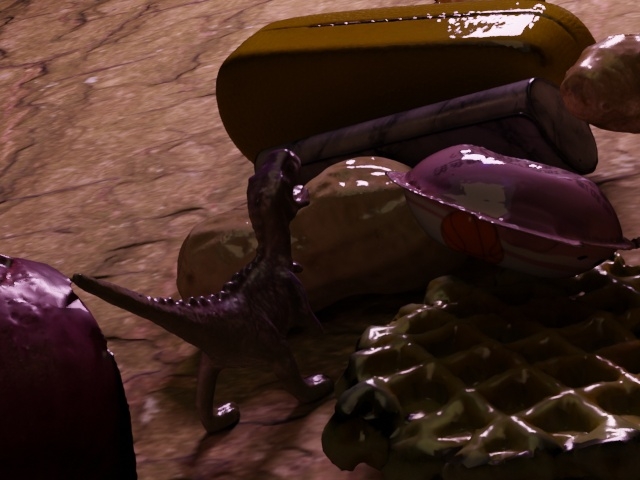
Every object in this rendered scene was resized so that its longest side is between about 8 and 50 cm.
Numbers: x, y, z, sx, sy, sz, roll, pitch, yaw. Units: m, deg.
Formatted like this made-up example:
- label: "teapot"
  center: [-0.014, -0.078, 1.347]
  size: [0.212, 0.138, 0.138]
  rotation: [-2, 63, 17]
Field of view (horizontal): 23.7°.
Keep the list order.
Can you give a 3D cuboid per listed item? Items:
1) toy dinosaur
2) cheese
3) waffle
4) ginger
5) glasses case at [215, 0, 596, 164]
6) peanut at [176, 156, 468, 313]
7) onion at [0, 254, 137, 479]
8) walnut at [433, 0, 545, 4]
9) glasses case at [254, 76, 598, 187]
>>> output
- label: "toy dinosaur"
  center: [-0.075, 0.052, 1.117]
  size: [0.072, 0.199, 0.251]
  rotation: [11, 34, 44]
- label: "cheese"
  center: [0.136, -0.028, 1.132]
  size: [0.189, 0.074, 0.286]
  rotation: [16, 8, -6]
- label: "waffle"
  center: [0.159, 0.088, 1.030]
  size: [0.297, 0.073, 0.317]
  rotation: [-2, 20, 21]
- label: "ginger"
  center: [0.411, -0.111, 1.217]
  size: [0.363, 0.122, 0.348]
  rotation: [9, 20, 26]
- label: "glasses case"
  center: [0.089, -0.132, 1.435]
  size: [0.371, 0.173, 0.141]
  rotation: [1, 31, 33]
- label: "peanut"
  center: [0.000, 0.000, 1.274]
  size: [0.257, 0.123, 0.123]
  rotation: [-12, 24, 9]
- label: "onion"
  center: [-0.262, 0.144, 1.005]
  size: [0.230, 0.256, 0.272]
  rotation: [-14, 4, -26]
- label: "walnut"
  center: [0.189, -0.249, 1.679]
  size: [0.137, 0.137, 0.245]
  rotation: [-9, 21, 21]
- label: "glasses case"
  center: [0.087, -0.069, 1.331]
  size: [0.299, 0.114, 0.060]
  rotation: [-12, 54, 39]
